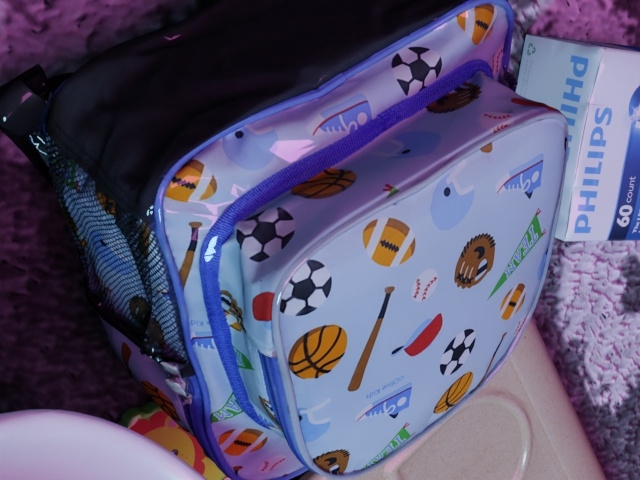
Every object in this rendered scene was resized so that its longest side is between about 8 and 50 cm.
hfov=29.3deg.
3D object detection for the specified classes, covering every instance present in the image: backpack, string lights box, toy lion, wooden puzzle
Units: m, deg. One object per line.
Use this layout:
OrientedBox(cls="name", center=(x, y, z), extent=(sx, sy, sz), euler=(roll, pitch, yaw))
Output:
OrientedBox(cls="backpack", center=(0.000, 0.000, 0.658), extent=(0.276, 0.213, 0.263), euler=(-28, 145, -22))
OrientedBox(cls="string lights box", center=(0.257, -0.071, 0.900), extent=(0.260, 0.077, 0.133), euler=(0, 105, -35))
OrientedBox(cls="toy lion", center=(-0.086, 0.135, 0.764), extent=(0.100, 0.034, 0.096), euler=(-41, 117, -17))
OrientedBox(cls="wooden puzzle", center=(0.069, 0.241, 0.884), extent=(0.348, 0.080, 0.322), euler=(-44, 126, -21))

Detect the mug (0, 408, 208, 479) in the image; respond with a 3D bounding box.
OrientedBox(cls="mug", center=(-0.163, 0.296, 0.557), extent=(0.328, 0.276, 0.374), euler=(-31, 117, 26))
